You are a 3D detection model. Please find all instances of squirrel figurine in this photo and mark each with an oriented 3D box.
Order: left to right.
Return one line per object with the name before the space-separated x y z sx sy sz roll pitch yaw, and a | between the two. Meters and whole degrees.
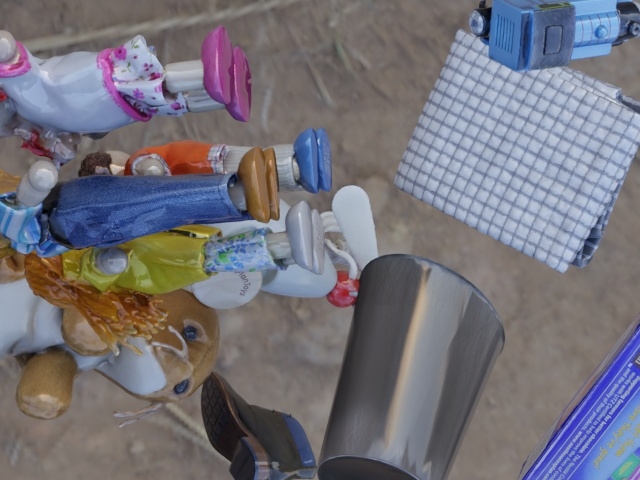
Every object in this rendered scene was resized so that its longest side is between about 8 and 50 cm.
squirrel figurine | -0.312 0.059 1.984 0.370 0.397 0.281 14 111 -25

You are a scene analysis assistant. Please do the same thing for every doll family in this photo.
doll family | -0.095 -0.011 0.760 0.163 0.118 0.263 -6 167 12

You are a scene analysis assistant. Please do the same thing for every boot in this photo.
boot | -0.089 0.263 2.202 0.106 0.219 0.082 6 124 -31

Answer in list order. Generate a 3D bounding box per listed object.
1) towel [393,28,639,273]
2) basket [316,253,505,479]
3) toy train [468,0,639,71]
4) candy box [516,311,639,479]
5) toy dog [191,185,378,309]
towel | 0.262 -0.113 2.028 0.121 0.283 0.235 16 100 -63
basket | 0.088 0.164 1.673 0.154 0.227 0.204 -5 137 32
toy train | 0.239 -0.218 1.585 0.184 0.105 0.080 -9 119 -26
candy box | 0.369 0.211 1.388 0.317 0.122 0.268 36 117 6
toy dog | 0.000 0.000 1.873 0.333 0.220 0.161 2 137 -38
